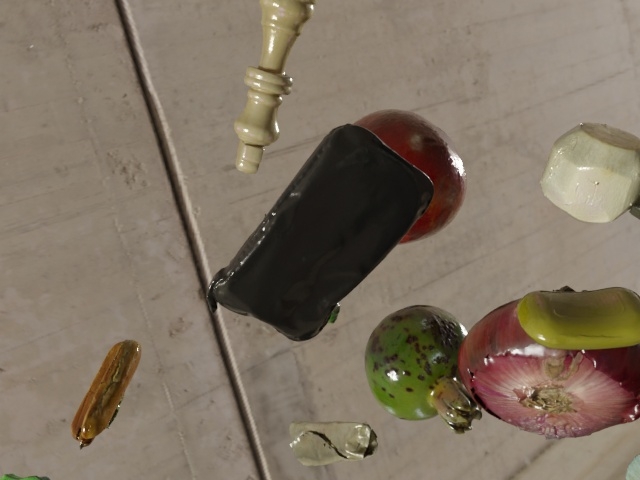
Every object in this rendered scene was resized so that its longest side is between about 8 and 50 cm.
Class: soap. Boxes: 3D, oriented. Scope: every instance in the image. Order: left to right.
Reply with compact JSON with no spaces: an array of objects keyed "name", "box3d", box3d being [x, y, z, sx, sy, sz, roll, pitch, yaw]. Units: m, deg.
[{"name":"soap","box3d":[0.285,0.084,0.751,0.089,0.140,0.045,-82,-13,-63]}]

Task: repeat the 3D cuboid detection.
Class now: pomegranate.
[{"name":"pomegranate","box3d":[0.181,0.223,1.178,0.202,0.248,0.202,-17,-55,-26]}]

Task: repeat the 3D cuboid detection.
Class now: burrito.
[{"name":"burrito","box3d":[0.017,0.357,1.229,0.061,0.226,0.086,-4,-103,-35]}]

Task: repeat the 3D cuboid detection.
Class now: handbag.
[{"name":"handbag","box3d":[-0.002,0.002,0.970,0.192,0.075,0.332,32,-74,-32]}]

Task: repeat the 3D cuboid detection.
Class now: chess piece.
[{"name":"chess piece","box3d":[-0.107,-0.331,1.458,0.117,0.117,0.396,2,-70,-39]}]

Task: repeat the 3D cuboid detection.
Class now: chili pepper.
[{"name":"chili pepper","box3d":[0.011,0.146,1.563,0.182,0.050,0.073,40,-117,-73]}]

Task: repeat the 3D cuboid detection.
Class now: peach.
[{"name":"peach","box3d":[0.217,-0.184,1.867,0.310,0.406,0.334,-29,-58,-16]}]

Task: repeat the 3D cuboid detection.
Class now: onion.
[{"name":"onion","box3d":[0.303,0.158,0.890,0.161,0.248,0.248,-50,-60,-45]}]

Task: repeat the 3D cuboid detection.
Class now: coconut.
[{"name":"coconut","box3d":[0.452,-0.105,1.155,0.161,0.161,0.162,-16,-49,-38]}]

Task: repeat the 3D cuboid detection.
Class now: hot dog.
[{"name":"hot dog","box3d":[-0.421,0.301,1.371,0.062,0.092,0.235,43,-130,-28]}]

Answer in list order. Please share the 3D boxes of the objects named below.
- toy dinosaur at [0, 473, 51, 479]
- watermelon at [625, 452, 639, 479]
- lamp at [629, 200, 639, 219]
[{"name":"toy dinosaur","box3d":[-0.385,0.607,1.130,0.144,0.501,0.374,46,-129,-58]},{"name":"watermelon","box3d":[0.478,0.302,0.724,0.201,0.262,0.212,-96,-8,-45]},{"name":"lamp","box3d":[0.661,-0.040,1.182,0.101,0.250,0.101,11,-90,-73]}]
